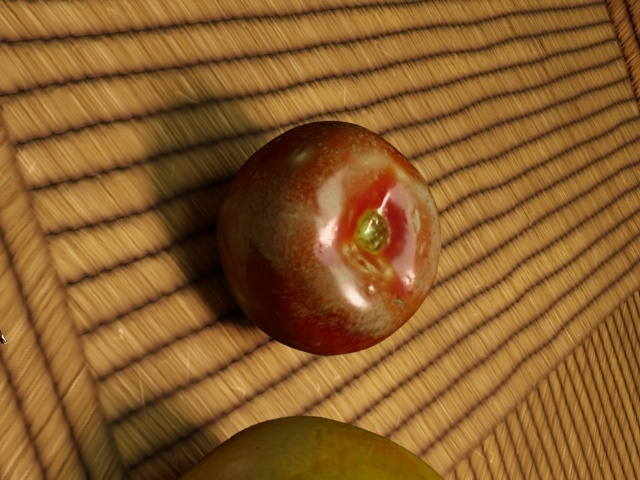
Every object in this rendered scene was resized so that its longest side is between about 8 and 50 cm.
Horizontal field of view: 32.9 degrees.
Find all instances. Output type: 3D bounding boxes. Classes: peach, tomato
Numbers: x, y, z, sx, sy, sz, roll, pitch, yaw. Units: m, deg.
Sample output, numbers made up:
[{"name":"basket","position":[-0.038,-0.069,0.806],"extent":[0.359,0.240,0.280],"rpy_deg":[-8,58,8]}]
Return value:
[{"name":"peach","position":[0.002,0.320,1.050],"extent":[0.314,0.316,0.281],"rpy_deg":[0,118,-53]},{"name":"tomato","position":[0.000,0.000,1.270],"extent":[0.270,0.223,0.270],"rpy_deg":[4,84,-36]}]

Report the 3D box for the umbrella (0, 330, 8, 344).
[{"name":"umbrella","position":[-0.325,0.039,0.972],"extent":[0.149,0.022,0.022],"rpy_deg":[57,13,-34]}]
